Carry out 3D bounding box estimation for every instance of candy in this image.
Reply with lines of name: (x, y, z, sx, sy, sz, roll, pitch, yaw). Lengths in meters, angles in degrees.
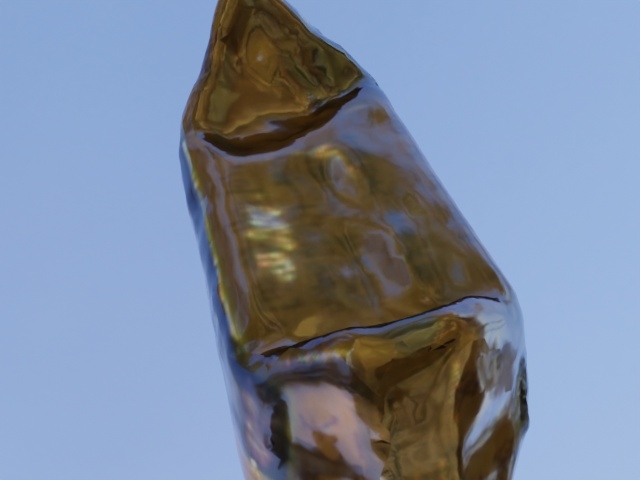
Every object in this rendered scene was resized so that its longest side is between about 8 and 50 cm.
candy: (0.000, 0.000, 0.663, 0.101, 0.271, 0.143, -12, -51, -9)
